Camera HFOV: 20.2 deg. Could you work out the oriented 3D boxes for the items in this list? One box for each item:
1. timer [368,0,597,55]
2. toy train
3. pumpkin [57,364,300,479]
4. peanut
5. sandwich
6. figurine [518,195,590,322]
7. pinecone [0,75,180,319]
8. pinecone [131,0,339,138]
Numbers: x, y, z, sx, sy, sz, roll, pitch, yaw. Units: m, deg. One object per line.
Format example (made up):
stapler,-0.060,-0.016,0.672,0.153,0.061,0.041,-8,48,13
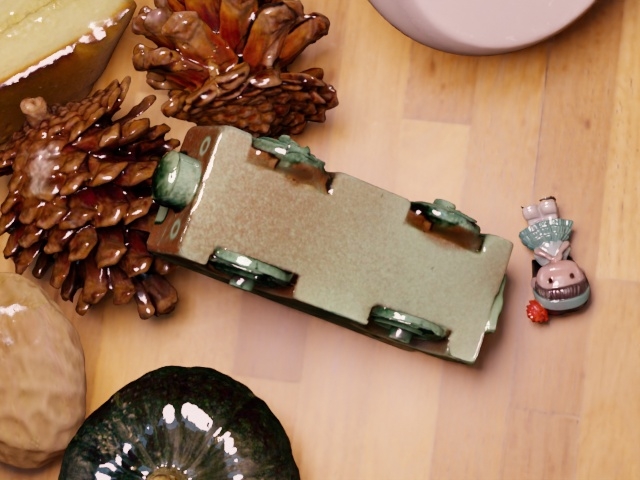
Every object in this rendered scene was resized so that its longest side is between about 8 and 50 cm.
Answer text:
timer,0.120,-0.316,1.564,0.285,0.285,0.285,-1,81,7
toy train,0.000,0.000,1.504,0.326,0.159,0.129,21,82,-23
pumpkin,-0.121,0.212,1.534,0.211,0.152,0.212,2,79,-8
peanut,-0.316,0.108,1.572,0.233,0.110,0.197,2,124,9
sandwich,-0.274,-0.167,1.627,0.235,0.128,0.122,-25,76,-2
figurine,0.200,0.017,1.582,0.060,0.047,0.106,-12,78,-4
pinecone,-0.196,-0.028,1.571,0.185,0.168,0.212,-18,89,45
pinecone,-0.076,-0.166,1.576,0.195,0.179,0.150,46,108,34
